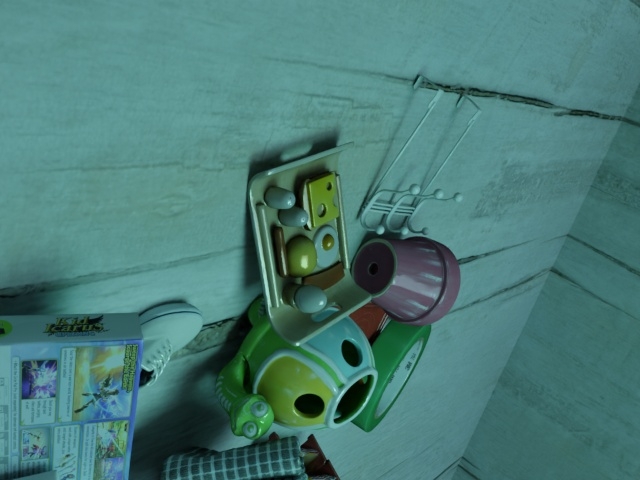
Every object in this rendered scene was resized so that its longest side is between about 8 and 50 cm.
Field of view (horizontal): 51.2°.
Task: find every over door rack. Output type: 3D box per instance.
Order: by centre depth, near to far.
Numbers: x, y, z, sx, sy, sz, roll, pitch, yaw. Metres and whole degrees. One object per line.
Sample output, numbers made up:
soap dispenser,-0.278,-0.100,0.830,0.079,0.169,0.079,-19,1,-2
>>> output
over door rack,0.229,-0.156,1.394,0.239,0.108,0.324,2,115,-57

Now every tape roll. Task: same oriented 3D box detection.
tape roll,0.173,0.334,1.718,0.321,0.077,0.321,-48,157,-29

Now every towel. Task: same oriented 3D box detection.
towel,-0.142,0.413,1.176,0.234,0.122,0.284,-9,165,-4

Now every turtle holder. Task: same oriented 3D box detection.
turtle holder,-0.038,0.231,1.227,0.243,0.227,0.320,-60,150,4

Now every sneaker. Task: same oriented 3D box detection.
sneaker,-0.265,0.176,0.981,0.258,0.091,0.094,-27,137,-42

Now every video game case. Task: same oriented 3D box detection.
video game case,-0.354,0.214,0.817,0.244,0.061,0.270,2,120,-23

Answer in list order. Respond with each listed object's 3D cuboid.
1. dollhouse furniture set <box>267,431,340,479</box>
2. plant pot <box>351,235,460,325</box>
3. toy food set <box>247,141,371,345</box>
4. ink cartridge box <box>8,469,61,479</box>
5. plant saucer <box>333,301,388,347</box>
dollhouse furniture set,-0.152,0.615,1.519,0.374,0.152,0.201,-43,150,6
plant pot,0.173,0.077,1.451,0.180,0.201,0.201,18,102,-43
toy food set,0.000,0.000,1.147,0.219,0.092,0.306,-26,118,-43
ink cartridge box,-0.421,0.397,0.741,0.278,0.201,0.117,-8,128,-18
plant saucer,0.070,0.222,1.553,0.258,0.047,0.259,8,109,-57
